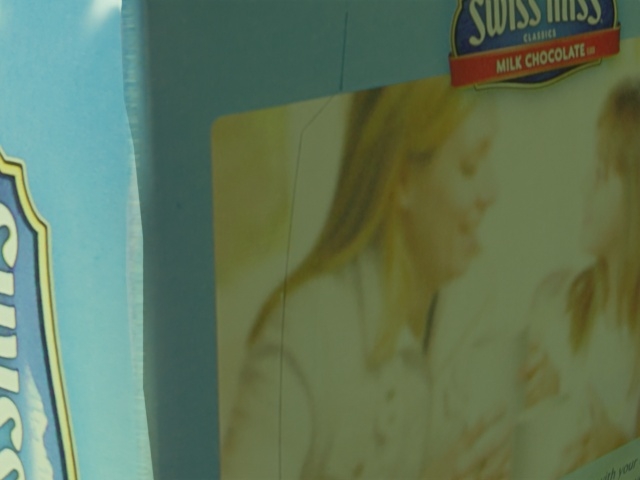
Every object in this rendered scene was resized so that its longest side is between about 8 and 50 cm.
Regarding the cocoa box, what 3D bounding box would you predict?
[{"bbox_3d":[0.000,0.000,0.510,0.228,0.347,0.231,14,111,41],"label":"cocoa box"}]
